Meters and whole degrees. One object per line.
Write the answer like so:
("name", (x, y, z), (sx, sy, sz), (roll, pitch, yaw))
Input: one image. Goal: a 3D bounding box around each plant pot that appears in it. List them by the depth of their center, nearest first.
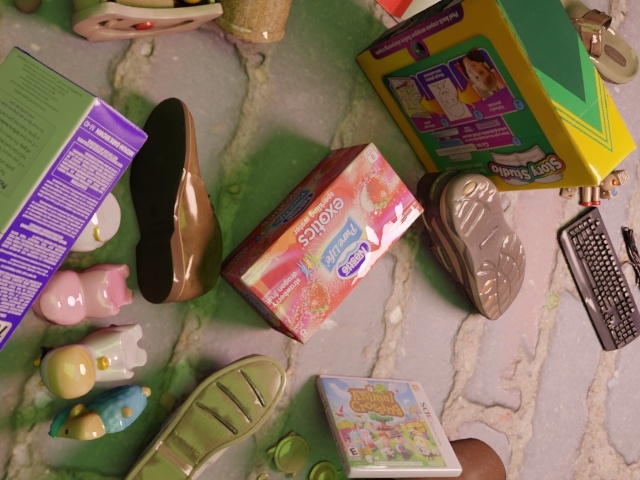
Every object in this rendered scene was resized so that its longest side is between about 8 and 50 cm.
("plant pot", (0.221, 0.453, 1.098), (0.230, 0.215, 0.216), (-21, 101, -36))

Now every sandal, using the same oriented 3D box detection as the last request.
("sandal", (0.559, -0.422, 1.259), (0.302, 0.086, 0.120), (19, 84, -23))

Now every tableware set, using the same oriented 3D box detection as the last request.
("tableware set", (-0.041, 0.423, 1.066), (0.168, 0.020, 0.141), (42, 74, -19))

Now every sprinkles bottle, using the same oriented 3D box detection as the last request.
("sprinkles bottle", (-0.060, -0.462, 0.859), (0.121, 0.121, 0.356), (2, 131, -24))

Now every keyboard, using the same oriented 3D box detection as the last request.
("keyboard", (0.644, 0.071, 1.350), (0.201, 0.033, 0.317), (-33, 106, -20))

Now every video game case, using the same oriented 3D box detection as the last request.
("video game case", (0.112, 0.311, 1.047), (0.212, 0.193, 0.023), (9, 123, -24))

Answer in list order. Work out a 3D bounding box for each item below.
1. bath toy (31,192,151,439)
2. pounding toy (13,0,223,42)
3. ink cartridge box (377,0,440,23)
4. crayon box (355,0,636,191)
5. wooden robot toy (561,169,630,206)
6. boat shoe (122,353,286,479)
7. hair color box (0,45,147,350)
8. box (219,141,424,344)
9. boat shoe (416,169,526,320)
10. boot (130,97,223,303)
("bath toy", (-0.342, 0.094, 0.866), (0.128, 0.151, 0.349), (-5, 95, 11))
("pounding toy", (-0.282, -0.368, 0.851), (0.269, 0.154, 0.155), (-15, 98, -23))
("ink cartridge box", (0.209, -0.455, 1.123), (0.224, 0.056, 0.181), (39, 77, -22))
("crayon box", (0.255, -0.227, 0.981), (0.106, 0.363, 0.313), (-43, 108, -17))
("wooden robot toy", (0.593, -0.112, 1.292), (0.173, 0.079, 0.076), (-9, 95, -23))
("boat shoe", (-0.184, 0.287, 0.951), (0.302, 0.103, 0.113), (-41, 94, -16))
("hair color box", (-0.392, -0.049, 0.768), (0.339, 0.185, 0.110), (-55, 152, -4))
("box", (0.000, 0.000, 0.998), (0.300, 0.142, 0.154), (-46, 109, -16))
("boat shoe", (0.273, 0.003, 1.125), (0.132, 0.130, 0.355), (-39, 130, -15))
("boot", (-0.212, -0.059, 0.945), (0.115, 0.112, 0.306), (3, 86, -54))
